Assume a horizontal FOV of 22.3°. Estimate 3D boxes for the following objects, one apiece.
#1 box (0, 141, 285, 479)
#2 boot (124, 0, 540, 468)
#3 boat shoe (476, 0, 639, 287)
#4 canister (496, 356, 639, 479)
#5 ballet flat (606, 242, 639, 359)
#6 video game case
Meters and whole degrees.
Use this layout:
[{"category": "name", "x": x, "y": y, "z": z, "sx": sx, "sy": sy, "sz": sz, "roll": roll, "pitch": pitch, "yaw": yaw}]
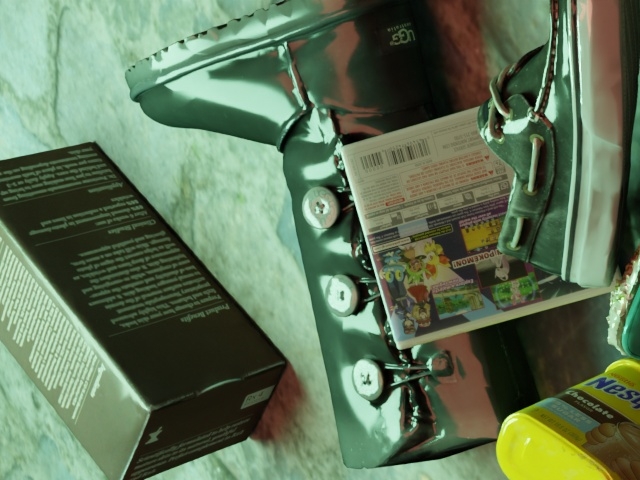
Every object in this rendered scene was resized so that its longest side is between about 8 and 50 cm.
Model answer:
[{"category": "box", "x": -0.236, "y": 0.071, "z": 1.775, "sx": 0.381, "sy": 0.191, "sz": 0.143, "roll": 46, "pitch": 131, "yaw": 28}, {"category": "boot", "x": 0.001, "y": 0.000, "z": 1.555, "sx": 0.367, "sy": 0.146, "sz": 0.445, "roll": -15, "pitch": 96, "yaw": 49}, {"category": "boat shoe", "x": 0.176, "y": -0.084, "z": 1.235, "sx": 0.119, "sy": 0.121, "sz": 0.335, "roll": 8, "pitch": 137, "yaw": 13}, {"category": "canister", "x": 0.240, "y": 0.164, "z": 1.319, "sx": 0.126, "sy": 0.170, "sz": 0.073, "roll": 34, "pitch": 125, "yaw": 34}, {"category": "ballet flat", "x": 0.288, "y": -0.010, "z": 1.287, "sx": 0.077, "sy": 0.091, "sz": 0.241, "roll": -88, "pitch": 19, "yaw": -55}, {"category": "video game case", "x": 0.137, "y": -0.020, "z": 1.391, "sx": 0.201, "sy": 0.023, "sz": 0.183, "roll": -16, "pitch": 90, "yaw": 7}]
